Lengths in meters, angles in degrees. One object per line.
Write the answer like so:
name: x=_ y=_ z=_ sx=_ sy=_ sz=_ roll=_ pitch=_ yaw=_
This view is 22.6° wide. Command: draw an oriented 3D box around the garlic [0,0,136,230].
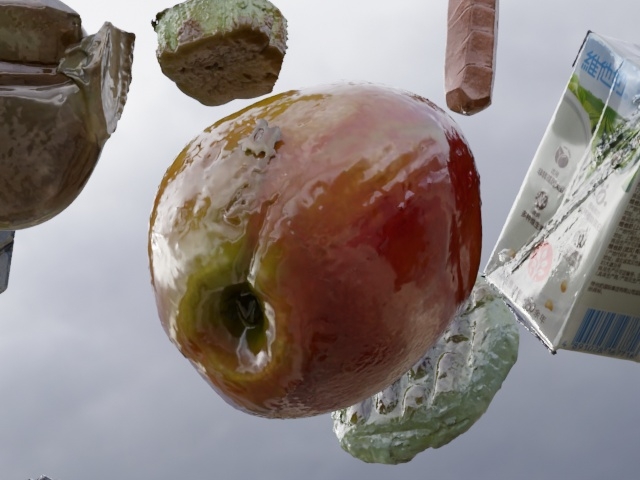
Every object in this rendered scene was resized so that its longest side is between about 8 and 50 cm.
garlic: x=-0.369 y=-0.150 z=1.836 sx=0.325 sy=0.279 sz=0.132 roll=-3 pitch=5 yaw=9

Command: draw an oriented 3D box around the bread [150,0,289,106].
bread: x=-0.098 y=-0.200 z=1.667 sx=0.140 sy=0.069 sz=0.128 roll=-18 pitch=-33 yaw=27

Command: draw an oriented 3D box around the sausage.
sausage: x=0.174 y=-0.214 z=1.840 sx=0.065 sy=0.169 sz=0.065 roll=5 pitch=-18 yaw=1

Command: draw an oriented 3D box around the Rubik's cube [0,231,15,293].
Rubik's cube: x=-0.609 y=-0.048 z=2.154 sx=0.301 sy=0.304 sz=0.305 roll=-39 pitch=-30 yaw=-49

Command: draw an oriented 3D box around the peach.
peach: x=0.002 y=0.000 z=1.544 sx=0.290 sy=0.372 sz=0.372 roll=13 pitch=-6 yaw=27

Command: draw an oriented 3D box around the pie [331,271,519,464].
pie: x=0.133 y=0.161 z=2.169 sx=0.306 sy=0.306 sz=0.071 roll=-26 pitch=-46 yaw=17

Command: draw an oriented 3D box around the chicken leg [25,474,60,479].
chicken leg: x=-0.203 y=0.285 z=1.292 sx=0.051 sy=0.106 sz=0.253 roll=-42 pitch=-29 yaw=-41

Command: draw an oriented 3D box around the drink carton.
drink carton: x=0.330 y=-0.044 z=1.800 sx=0.132 sy=0.194 sz=0.324 roll=10 pitch=-67 yaw=-28
